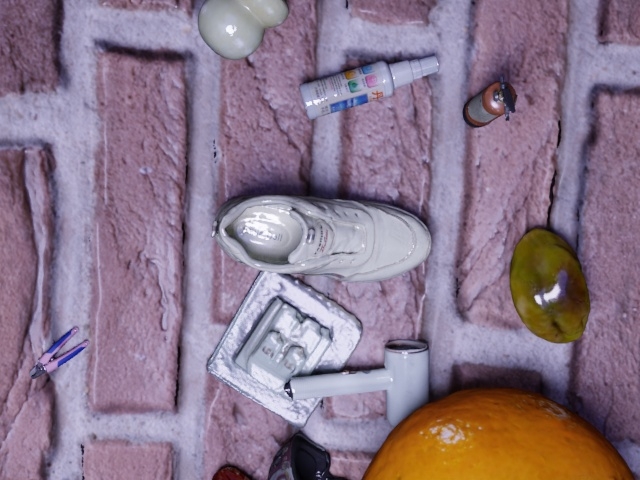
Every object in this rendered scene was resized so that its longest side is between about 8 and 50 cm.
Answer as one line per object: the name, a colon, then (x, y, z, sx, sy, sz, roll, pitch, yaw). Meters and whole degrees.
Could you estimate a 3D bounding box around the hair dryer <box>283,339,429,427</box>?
hair dryer: (0.058, 0.233, 1.016, 0.236, 0.073, 0.131, -2, 95, -16)

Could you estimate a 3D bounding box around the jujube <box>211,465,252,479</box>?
jujube: (-0.122, 0.420, 1.056, 0.129, 0.077, 0.077, 43, 93, 7)

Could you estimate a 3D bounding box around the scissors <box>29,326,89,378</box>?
scissors: (-0.434, 0.189, 1.071, 0.113, 0.012, 0.039, -37, 93, 3)

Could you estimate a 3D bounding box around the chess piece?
chess piece: (-0.083, -0.383, 0.973, 0.144, 0.144, 0.251, 44, 98, -2)

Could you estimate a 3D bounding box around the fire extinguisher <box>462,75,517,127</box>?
fire extinguisher: (0.252, -0.198, 0.957, 0.050, 0.177, 0.062, -8, 93, 0)

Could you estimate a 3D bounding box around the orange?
orange: (0.249, 0.420, 0.901, 0.424, 0.326, 0.424, -2, 97, -21)

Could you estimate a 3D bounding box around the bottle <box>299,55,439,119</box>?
bottle: (0.076, -0.245, 1.014, 0.217, 0.060, 0.060, -17, 93, 3)

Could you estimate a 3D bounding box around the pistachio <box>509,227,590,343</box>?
pistachio: (0.351, 0.075, 1.012, 0.110, 0.100, 0.189, -13, 95, -2)

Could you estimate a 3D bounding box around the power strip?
power strip: (-0.057, 0.175, 1.041, 0.198, 0.064, 0.213, 30, 94, 1)

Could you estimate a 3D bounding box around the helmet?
helmet: (-0.027, 0.403, 1.018, 0.107, 0.153, 0.177, -37, 94, 15)

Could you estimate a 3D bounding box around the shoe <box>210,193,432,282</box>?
shoe: (0.000, 0.000, 0.956, 0.342, 0.210, 0.132, 6, 94, 0)
